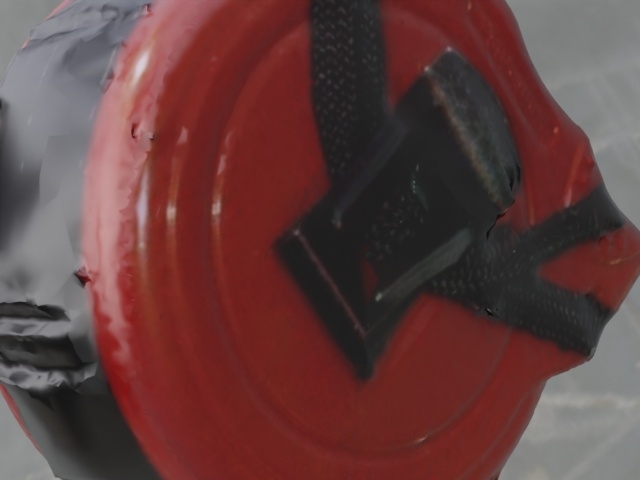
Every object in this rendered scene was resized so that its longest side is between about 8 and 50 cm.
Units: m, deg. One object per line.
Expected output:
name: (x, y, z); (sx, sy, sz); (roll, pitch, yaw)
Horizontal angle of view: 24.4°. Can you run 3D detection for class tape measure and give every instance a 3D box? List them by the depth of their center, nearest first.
tape measure: (0.000, -0.001, 0.553); (0.114, 0.253, 0.260); (-3, 40, 46)
